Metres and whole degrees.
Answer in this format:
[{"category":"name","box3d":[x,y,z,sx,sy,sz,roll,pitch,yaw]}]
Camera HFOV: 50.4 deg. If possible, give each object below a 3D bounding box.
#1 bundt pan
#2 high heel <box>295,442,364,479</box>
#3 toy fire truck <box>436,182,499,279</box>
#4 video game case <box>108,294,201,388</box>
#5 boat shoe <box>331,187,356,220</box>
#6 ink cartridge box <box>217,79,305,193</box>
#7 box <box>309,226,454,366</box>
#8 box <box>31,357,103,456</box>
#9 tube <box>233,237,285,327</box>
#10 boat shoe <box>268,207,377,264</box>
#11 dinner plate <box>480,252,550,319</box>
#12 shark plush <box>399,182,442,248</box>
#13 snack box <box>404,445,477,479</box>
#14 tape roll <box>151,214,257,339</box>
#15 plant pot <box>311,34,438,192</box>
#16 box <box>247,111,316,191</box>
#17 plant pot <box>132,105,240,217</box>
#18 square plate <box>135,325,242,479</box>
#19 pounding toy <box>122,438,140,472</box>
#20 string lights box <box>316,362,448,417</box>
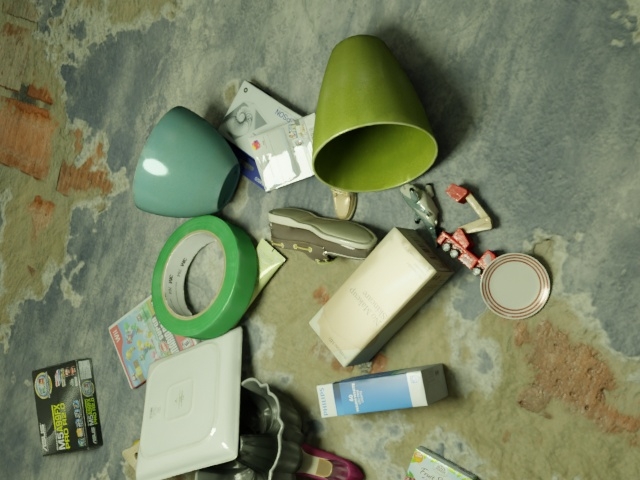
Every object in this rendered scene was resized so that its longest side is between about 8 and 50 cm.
[{"category":"bundt pan","box3d":[-0.159,0.508,1.644,0.330,0.124,0.331,-29,48,37]},{"category":"high heel","box3d":[-0.009,0.537,1.650,0.244,0.117,0.082,-7,62,48]},{"category":"toy fire truck","box3d":[0.328,-0.020,1.477,0.192,0.047,0.135,42,106,24]},{"category":"video game case","box3d":[-0.480,0.272,1.948,0.285,0.025,0.204,-35,71,24]},{"category":"boat shoe","box3d":[0.050,-0.134,1.638,0.062,0.059,0.170,-1,87,30]},{"category":"ink cartridge box","box3d":[-0.168,-0.273,1.782,0.223,0.045,0.224,36,105,27]},{"category":"box","box3d":[0.135,0.130,1.539,0.148,0.121,0.311,47,110,23]},{"category":"box","box3d":[-0.781,0.514,2.091,0.216,0.060,0.270,-16,79,28]},{"category":"tube","box3d":[-0.184,0.118,1.768,0.070,0.062,0.240,30,102,-15]},{"category":"boat shoe","box3d":[0.000,0.000,1.621,0.324,0.116,0.097,17,113,38]},{"category":"dinner plate","box3d":[0.406,0.095,1.423,0.141,0.017,0.141,1,98,9]},{"category":"shark plush","box3d":[0.238,-0.061,1.547,0.067,0.073,0.161,-33,90,47]},{"category":"snack box","box3d":[0.260,0.531,1.492,0.141,0.037,0.100,22,97,29]},{"category":"tape roll","box3d":[-0.310,0.097,1.785,0.321,0.077,0.322,-13,68,34]},{"category":"plant pot","box3d":[0.103,-0.302,1.525,0.274,0.274,0.294,-21,60,28]},{"category":"box","box3d":[-0.072,-0.218,1.689,0.186,0.038,0.145,-19,91,15]},{"category":"plant pot","box3d":[-0.323,-0.176,1.756,0.195,0.290,0.290,23,100,6]},{"category":"square plate","box3d":[-0.345,0.417,1.736,0.343,0.049,0.347,-24,49,27]},{"category":"pounding toy","box3d":[-0.440,0.533,1.835,0.269,0.154,0.154,-35,73,21]},{"category":"string lights box","box3d":[0.137,0.335,1.519,0.259,0.133,0.077,-16,80,29]}]
